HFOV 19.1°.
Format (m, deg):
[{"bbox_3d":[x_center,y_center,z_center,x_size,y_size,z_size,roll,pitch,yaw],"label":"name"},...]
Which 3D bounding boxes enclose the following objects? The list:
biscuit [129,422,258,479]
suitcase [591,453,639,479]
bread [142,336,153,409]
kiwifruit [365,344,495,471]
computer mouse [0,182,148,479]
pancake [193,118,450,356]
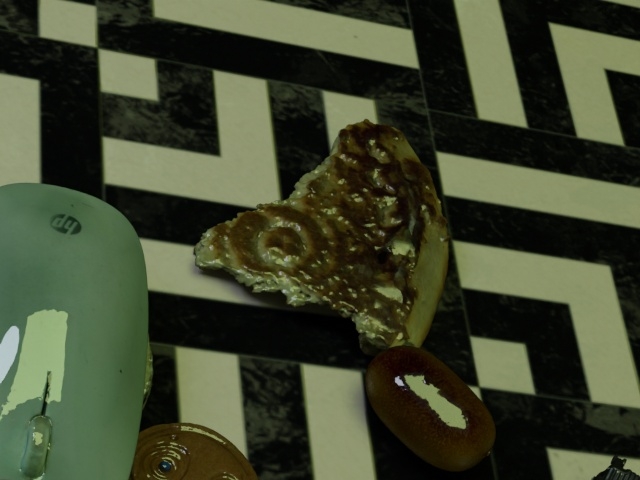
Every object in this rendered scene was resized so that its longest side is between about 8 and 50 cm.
[{"bbox_3d":[-0.110,0.209,1.447,0.124,0.026,0.175,29,45,0],"label":"biscuit"},{"bbox_3d":[0.246,0.246,1.569,0.086,0.059,0.126,32,47,4],"label":"suitcase"},{"bbox_3d":[-0.257,0.080,1.476,0.267,0.040,0.267,13,48,-15],"label":"bread"},{"bbox_3d":[0.091,0.140,1.574,0.124,0.075,0.075,40,46,14],"label":"kiwifruit"},{"bbox_3d":[-0.204,0.073,1.414,0.160,0.097,0.288,15,47,-17],"label":"computer mouse"},{"bbox_3d":[0.000,0.000,1.682,0.245,0.057,0.266,-2,48,-17],"label":"pancake"}]
